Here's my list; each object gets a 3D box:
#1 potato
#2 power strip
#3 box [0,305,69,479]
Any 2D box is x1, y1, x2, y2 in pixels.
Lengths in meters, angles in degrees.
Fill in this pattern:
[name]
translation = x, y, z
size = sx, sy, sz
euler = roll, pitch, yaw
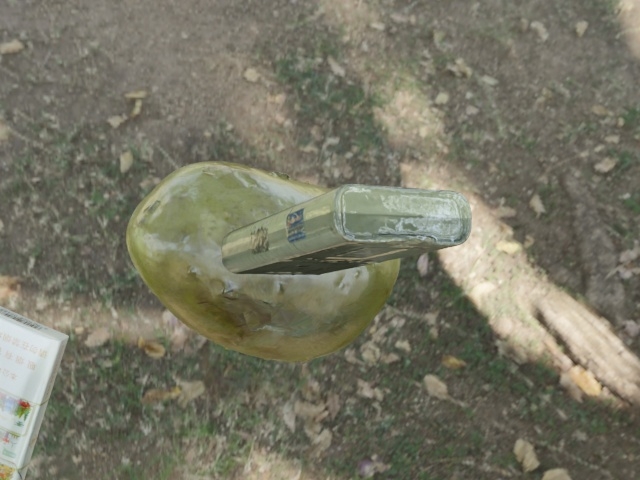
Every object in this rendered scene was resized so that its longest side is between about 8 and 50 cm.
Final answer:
[potato]
translation = -0.060, 0.021, 0.949
size = 0.307, 0.210, 0.173
euler = 22, 32, -27
[power strip]
translation = 0.000, 0.000, 0.612
size = 0.092, 0.268, 0.034
euler = 2, 83, -23
[box]
translation = -0.379, 0.186, 1.008
size = 0.122, 0.220, 0.032
euler = 22, 14, 4
